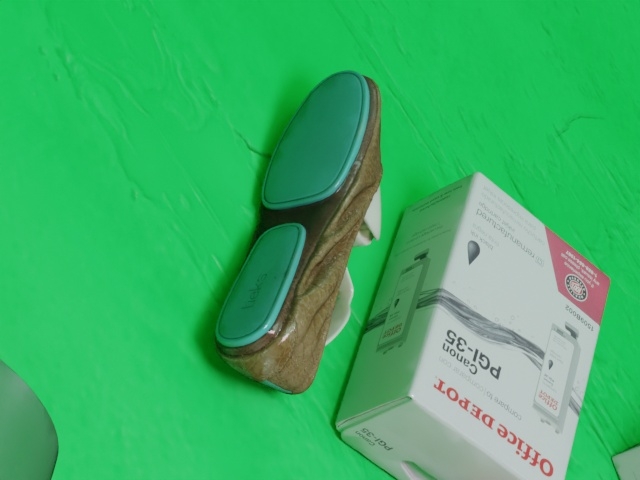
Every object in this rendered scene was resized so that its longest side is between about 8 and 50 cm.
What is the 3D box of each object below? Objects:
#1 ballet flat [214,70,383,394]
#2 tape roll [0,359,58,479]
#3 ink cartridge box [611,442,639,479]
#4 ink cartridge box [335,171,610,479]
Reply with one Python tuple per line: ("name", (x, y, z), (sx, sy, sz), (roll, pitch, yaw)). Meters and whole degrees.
("ballet flat", (0.000, 0.000, 1.533), (0.124, 0.116, 0.342), (51, 43, -39))
("tape roll", (-0.331, 0.123, 1.030), (0.321, 0.321, 0.077), (31, 52, -26))
("ink cartridge box", (0.430, 0.221, 1.729), (0.139, 0.190, 0.082), (-15, 80, -44))
("ink cartridge box", (0.157, 0.110, 1.597), (0.207, 0.117, 0.283), (37, 50, -22))
